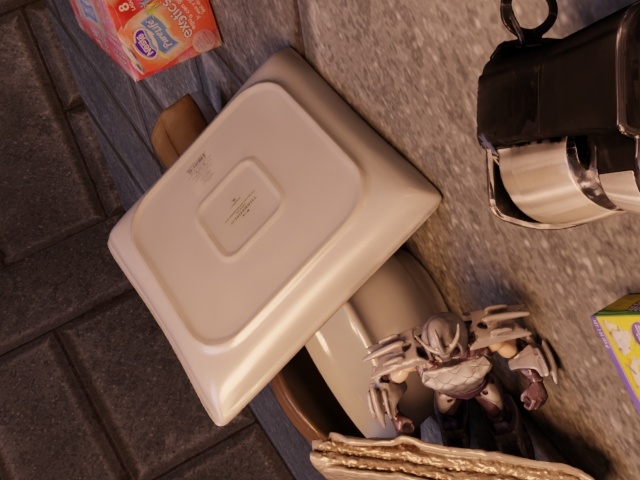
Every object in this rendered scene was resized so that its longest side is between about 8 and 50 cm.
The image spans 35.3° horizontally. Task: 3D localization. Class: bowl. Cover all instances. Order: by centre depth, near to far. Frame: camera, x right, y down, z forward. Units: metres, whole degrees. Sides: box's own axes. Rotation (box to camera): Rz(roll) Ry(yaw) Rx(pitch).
[{"bbox_3d":[0.069,0.100,1.226,0.298,0.134,0.298,55,163,25],"label":"bowl"}]

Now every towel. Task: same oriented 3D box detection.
[{"bbox_3d":[0.138,0.248,1.042,0.187,0.282,0.049,64,-145,-66],"label":"towel"}]

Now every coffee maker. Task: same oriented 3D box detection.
[{"bbox_3d":[0.168,-0.089,0.592,0.171,0.120,0.178,65,164,-6],"label":"coffee maker"}]

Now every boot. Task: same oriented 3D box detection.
[{"bbox_3d":[-0.157,-0.118,1.518,0.269,0.089,0.236,60,136,25],"label":"boot"}]

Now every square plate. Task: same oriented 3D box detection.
[{"bbox_3d":[-0.083,-0.026,1.151,0.049,0.347,0.344,35,-168,-50],"label":"square plate"}]

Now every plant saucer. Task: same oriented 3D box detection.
[{"bbox_3d":[0.027,0.207,1.392,0.278,0.041,0.278,36,-153,-21],"label":"plant saucer"}]

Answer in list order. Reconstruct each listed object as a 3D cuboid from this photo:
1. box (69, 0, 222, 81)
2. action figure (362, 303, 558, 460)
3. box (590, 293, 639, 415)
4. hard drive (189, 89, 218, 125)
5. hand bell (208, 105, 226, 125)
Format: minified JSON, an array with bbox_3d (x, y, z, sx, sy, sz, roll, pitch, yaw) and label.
[{"bbox_3d":[-0.291,-0.378,1.566,0.300,0.154,0.142,45,157,52],"label":"box"},{"bbox_3d":[0.149,0.152,1.018,0.285,0.185,0.099,60,-152,-53],"label":"action figure"},{"bbox_3d":[0.271,0.089,0.709,0.105,0.043,0.179,63,164,-1],"label":"box"},{"bbox_3d":[-0.123,-0.052,1.678,0.353,0.047,0.233,60,168,24],"label":"hard drive"},{"bbox_3d":[-0.031,-0.089,1.355,0.242,0.126,0.126,54,169,-22],"label":"hand bell"}]
